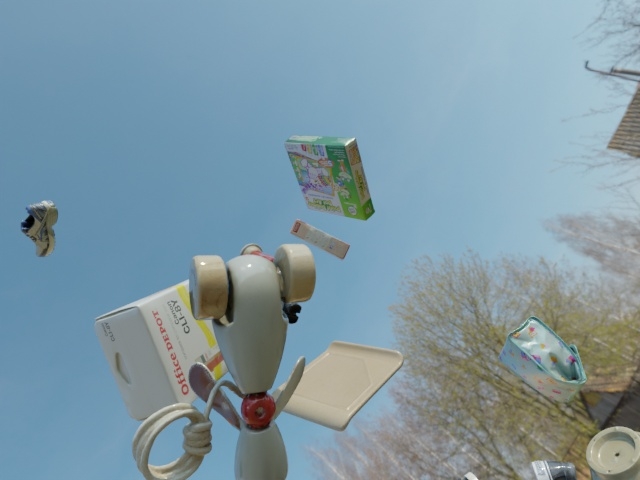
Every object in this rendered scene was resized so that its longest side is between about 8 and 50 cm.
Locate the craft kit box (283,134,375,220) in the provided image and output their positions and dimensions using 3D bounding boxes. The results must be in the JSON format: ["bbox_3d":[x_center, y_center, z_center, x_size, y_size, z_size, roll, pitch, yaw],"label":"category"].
[{"bbox_3d":[0.026,-0.190,1.263,0.061,0.250,0.246,-45,-50,-29],"label":"craft kit box"}]

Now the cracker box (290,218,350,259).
[{"bbox_3d":[0.000,0.000,1.674,0.067,0.232,0.156,-64,-3,-3],"label":"cracker box"}]

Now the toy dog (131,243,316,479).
[{"bbox_3d":[-0.107,0.155,0.590,0.220,0.161,0.333,19,-95,-20],"label":"toy dog"}]

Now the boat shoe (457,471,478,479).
[{"bbox_3d":[0.416,0.787,1.153,0.097,0.116,0.324,-22,-69,-14],"label":"boat shoe"}]

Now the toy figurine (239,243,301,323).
[{"bbox_3d":[-0.173,0.135,0.988,0.213,0.148,0.209,-36,-60,-22],"label":"toy figurine"}]

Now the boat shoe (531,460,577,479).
[{"bbox_3d":[0.570,0.639,0.970,0.108,0.102,0.301,-46,-59,-70],"label":"boat shoe"}]

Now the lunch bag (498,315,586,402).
[{"bbox_3d":[0.783,0.428,1.468,0.160,0.262,0.223,-35,-37,-14],"label":"lunch bag"}]

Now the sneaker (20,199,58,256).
[{"bbox_3d":[-0.578,-0.022,0.855,0.058,0.052,0.135,-16,-44,-50],"label":"sneaker"}]

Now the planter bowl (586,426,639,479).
[{"bbox_3d":[0.535,0.393,0.718,0.162,0.109,0.162,-44,1,1],"label":"planter bowl"}]

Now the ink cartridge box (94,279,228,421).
[{"bbox_3d":[-0.367,0.260,1.153,0.279,0.160,0.385,69,-157,-3],"label":"ink cartridge box"}]

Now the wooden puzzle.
[{"bbox_3d":[0.039,0.314,0.932,0.239,0.221,0.044,-32,-69,-43],"label":"wooden puzzle"}]
